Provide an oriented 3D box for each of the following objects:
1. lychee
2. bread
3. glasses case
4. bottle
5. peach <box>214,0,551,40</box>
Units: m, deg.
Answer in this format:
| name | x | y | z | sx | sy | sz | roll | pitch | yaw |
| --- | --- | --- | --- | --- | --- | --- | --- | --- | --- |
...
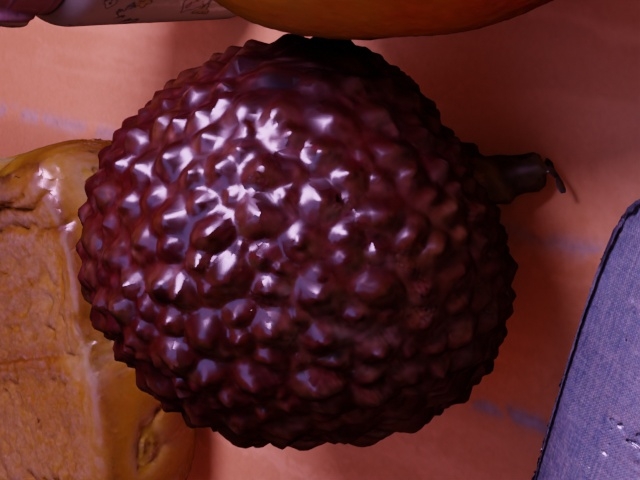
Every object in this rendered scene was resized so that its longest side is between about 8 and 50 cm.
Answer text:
| name | x | y | z | sx | sy | sz | roll | pitch | yaw |
| --- | --- | --- | --- | --- | --- | --- | --- | --- | --- |
| lychee | 0.000 | 0.000 | 0.895 | 0.264 | 0.300 | 0.264 | 164 | 90 | -86 |
| bread | -0.236 | 0.087 | 1.258 | 0.337 | 0.148 | 0.327 | -13 | 92 | 48 |
| glasses case | 0.188 | 0.105 | 0.829 | 0.109 | 0.067 | 0.282 | 32 | 122 | 38 |
| bottle | -0.158 | -0.206 | 1.031 | 0.110 | 0.233 | 0.109 | 15 | 109 | 47 |
| peach | 0.018 | -0.266 | 0.752 | 0.373 | 0.372 | 0.289 | -2 | 52 | 49 |
